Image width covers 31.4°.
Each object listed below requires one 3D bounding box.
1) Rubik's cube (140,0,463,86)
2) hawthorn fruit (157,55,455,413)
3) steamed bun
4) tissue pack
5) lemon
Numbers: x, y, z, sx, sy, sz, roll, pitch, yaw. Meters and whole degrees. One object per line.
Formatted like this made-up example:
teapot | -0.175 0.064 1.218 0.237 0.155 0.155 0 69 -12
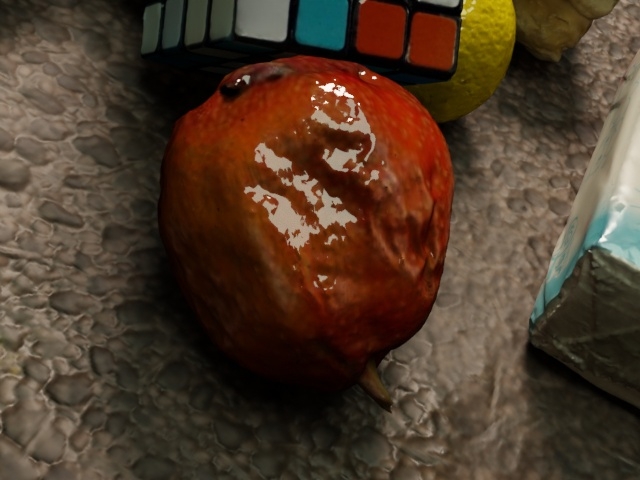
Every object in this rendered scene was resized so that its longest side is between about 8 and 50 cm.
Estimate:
Rubik's cube | -0.011 -0.180 0.708 0.151 0.154 0.155 4 91 -28
hawthorn fruit | -0.007 -0.013 0.627 0.173 0.173 0.179 17 55 -11
steamed bun | 0.138 -0.233 0.908 0.177 0.106 0.192 28 33 -20
tissue pack | 0.269 -0.004 0.765 0.201 0.124 0.271 31 48 1
lemon | 0.083 -0.144 0.798 0.109 0.109 0.133 16 82 -11
